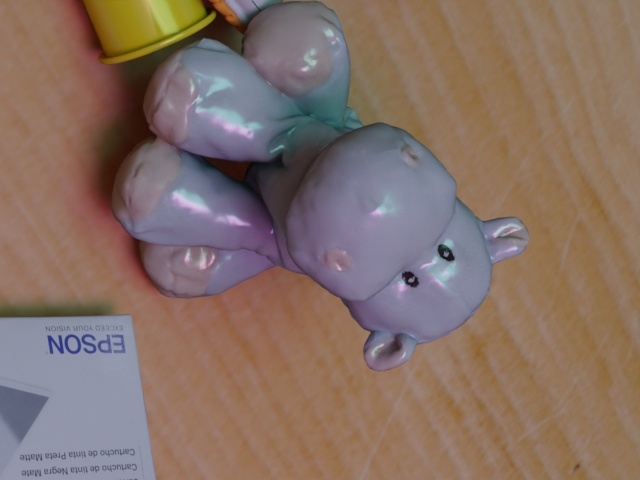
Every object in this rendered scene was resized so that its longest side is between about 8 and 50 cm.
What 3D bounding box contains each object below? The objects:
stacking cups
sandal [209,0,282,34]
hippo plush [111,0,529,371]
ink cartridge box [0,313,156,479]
[{"bbox_3d":[-0.173,-0.286,1.182,0.096,0.096,0.316,-32,112,-29],"label":"stacking cups"},{"bbox_3d":[-0.060,-0.222,1.200,0.265,0.076,0.102,26,46,-70],"label":"sandal"},{"bbox_3d":[0.000,0.000,1.211,0.234,0.236,0.294,-39,135,-3],"label":"hippo plush"},{"bbox_3d":[-0.220,0.163,1.171,0.223,0.045,0.224,0,72,-36],"label":"ink cartridge box"}]
